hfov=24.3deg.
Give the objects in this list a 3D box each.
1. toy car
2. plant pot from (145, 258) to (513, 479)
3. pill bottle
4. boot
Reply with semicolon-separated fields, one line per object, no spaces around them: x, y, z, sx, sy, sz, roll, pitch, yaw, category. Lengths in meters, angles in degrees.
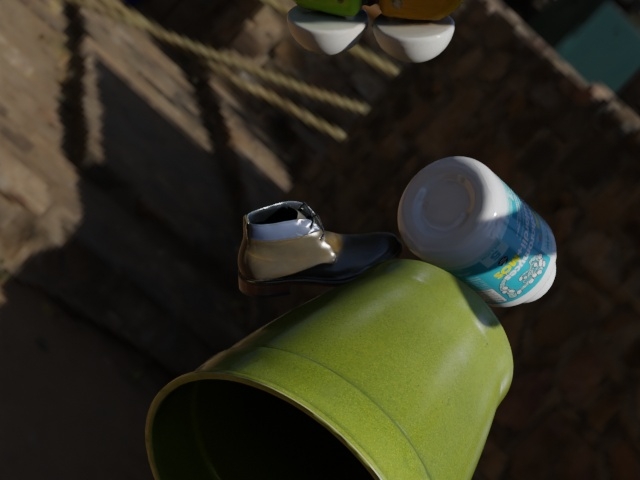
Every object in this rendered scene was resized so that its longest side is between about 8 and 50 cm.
0.051;-0.259;1.367;0.182;0.159;0.136;5;33;8;toy car
0.047;0.209;1.754;0.366;0.366;0.353;44;49;4;plant pot
0.222;0.000;1.975;0.146;0.146;0.264;50;10;36;pill bottle
0.000;0.000;1.881;0.082;0.219;0.106;-122;-157;-52;boot
